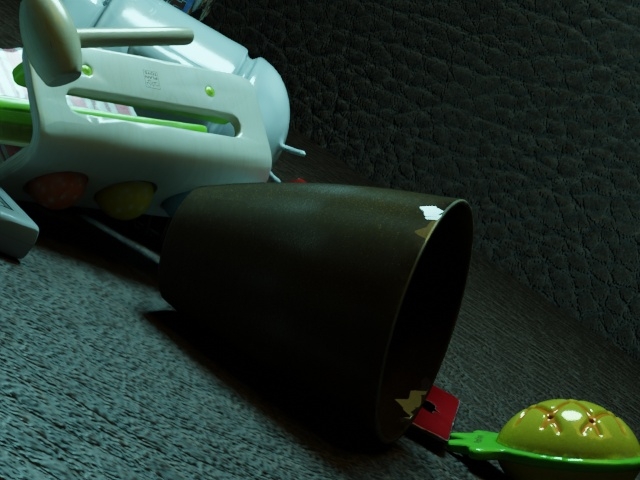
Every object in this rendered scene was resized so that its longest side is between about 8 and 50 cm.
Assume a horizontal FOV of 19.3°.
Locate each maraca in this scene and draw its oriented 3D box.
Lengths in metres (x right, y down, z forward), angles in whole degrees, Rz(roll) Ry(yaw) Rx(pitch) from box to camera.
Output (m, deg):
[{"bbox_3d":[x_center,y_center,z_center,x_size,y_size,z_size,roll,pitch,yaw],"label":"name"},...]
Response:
[{"bbox_3d":[0.211,0.197,1.763,0.186,0.099,0.127,5,1,7],"label":"maraca"}]

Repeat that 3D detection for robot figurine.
[{"bbox_3d":[-0.186,-0.173,2.281,0.353,0.200,0.300,30,-8,-7],"label":"robot figurine"}]

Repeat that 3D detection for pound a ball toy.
[{"bbox_3d":[-0.176,-0.099,1.682,0.319,0.208,0.135,6,65,-46],"label":"pound a ball toy"}]

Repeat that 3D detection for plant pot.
[{"bbox_3d":[-0.014,0.037,1.619,0.230,0.215,0.215,17,3,17],"label":"plant pot"}]

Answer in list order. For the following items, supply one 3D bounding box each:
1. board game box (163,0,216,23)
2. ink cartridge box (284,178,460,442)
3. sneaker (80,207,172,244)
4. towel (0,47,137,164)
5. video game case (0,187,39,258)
[{"bbox_3d":[-0.216,-0.248,2.511,0.042,0.243,0.165,31,7,2],"label":"board game box"},{"bbox_3d":[0.045,0.061,1.860,0.272,0.130,0.309,30,6,3],"label":"ink cartridge box"},{"bbox_3d":[-0.170,-0.040,1.890,0.118,0.083,0.222,42,15,35],"label":"sneaker"},{"bbox_3d":[-0.256,-0.120,1.807,0.197,0.029,0.144,-10,70,-49],"label":"towel"},{"bbox_3d":[-0.416,-0.108,1.543,0.300,0.036,0.329,25,10,-40],"label":"video game case"}]
